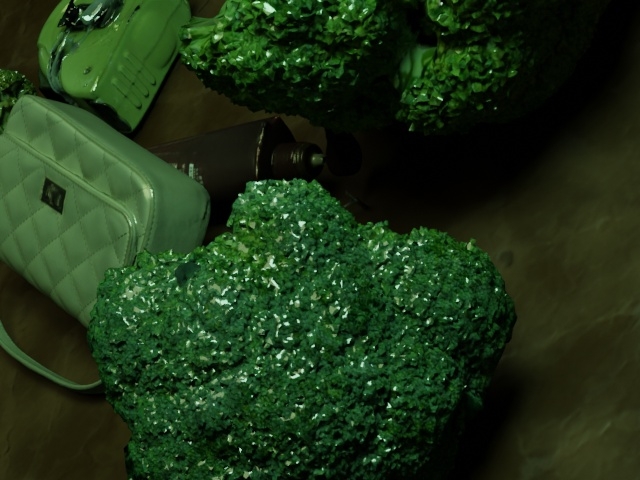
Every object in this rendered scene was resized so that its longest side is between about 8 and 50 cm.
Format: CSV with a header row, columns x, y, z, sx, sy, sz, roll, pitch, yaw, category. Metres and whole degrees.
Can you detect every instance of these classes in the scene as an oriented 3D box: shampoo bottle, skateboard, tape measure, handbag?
x,y,z,sx,sy,sz,roll,pitch,yaw,category
-0.068,-0.060,1.255,0.236,0.068,0.067,-5,56,37,shampoo bottle
0.000,0.000,1.184,0.083,0.032,0.064,-33,52,15,skateboard
-0.203,-0.193,1.461,0.154,0.087,0.177,6,58,42,tape measure
-0.209,0.012,1.267,0.256,0.079,0.219,31,105,43,handbag

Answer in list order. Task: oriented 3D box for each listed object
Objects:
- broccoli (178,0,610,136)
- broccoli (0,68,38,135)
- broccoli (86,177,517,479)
x,y,z,sx,sy,sz,roll,pitch,yaw,category
0.076,-0.230,1.120,0.413,0.321,0.310,-45,70,-6,broccoli
-0.326,-0.081,1.442,0.138,0.146,0.162,34,62,17,broccoli
-0.005,0.073,1.004,0.269,0.254,0.269,-13,16,4,broccoli
